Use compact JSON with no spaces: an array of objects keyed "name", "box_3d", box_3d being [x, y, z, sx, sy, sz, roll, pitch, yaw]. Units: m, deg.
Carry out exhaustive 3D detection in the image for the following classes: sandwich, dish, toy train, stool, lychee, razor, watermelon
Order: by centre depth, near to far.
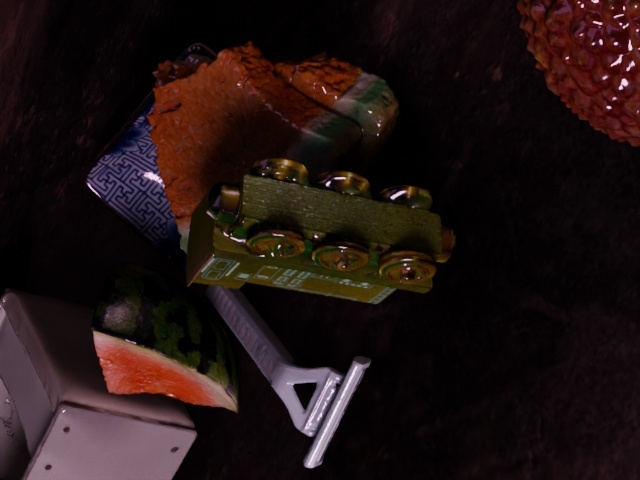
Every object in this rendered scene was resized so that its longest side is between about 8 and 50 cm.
[{"name":"lychee","box_3d":[0.233,-0.156,0.834,0.188,0.188,0.188,-25,56,45]},{"name":"toy train","box_3d":[0.000,0.000,1.047,0.137,0.225,0.090,136,141,-56]},{"name":"sandwich","box_3d":[-0.063,-0.090,1.165,0.292,0.212,0.109,-12,21,33]},{"name":"razor","box_3d":[-0.054,0.104,1.192,0.278,0.056,0.111,40,108,52]},{"name":"watermelon","box_3d":[-0.147,0.101,1.230,0.193,0.145,0.137,-63,-18,-75]},{"name":"dish","box_3d":[-0.123,-0.092,1.312,0.243,0.182,0.080,-42,10,35]},{"name":"stool","box_3d":[-0.303,0.234,1.365,0.270,0.170,0.243,-61,37,15]}]
